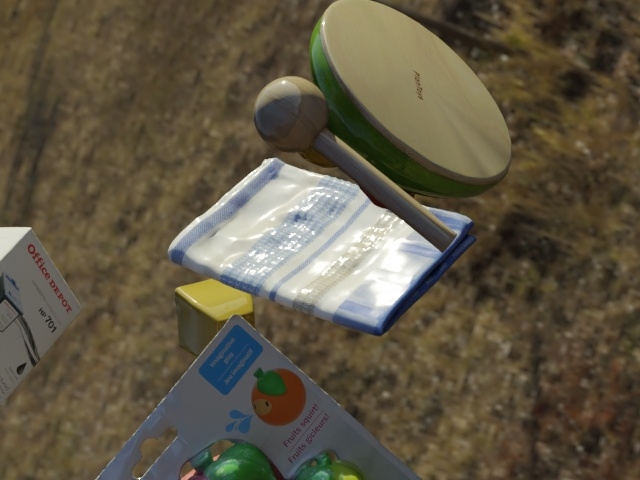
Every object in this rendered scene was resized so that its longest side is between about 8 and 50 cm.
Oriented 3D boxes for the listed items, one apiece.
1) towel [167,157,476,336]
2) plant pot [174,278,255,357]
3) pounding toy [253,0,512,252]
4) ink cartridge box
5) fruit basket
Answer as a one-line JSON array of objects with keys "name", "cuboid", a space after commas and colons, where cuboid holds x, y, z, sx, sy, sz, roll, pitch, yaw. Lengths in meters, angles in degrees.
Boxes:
[{"name": "towel", "cuboid": [0.000, 0.000, 1.696, 0.285, 0.209, 0.034, 19, 133, 30]}, {"name": "plant pot", "cuboid": [-0.115, 0.097, 1.842, 0.083, 0.081, 0.081, 33, 132, 54]}, {"name": "pounding toy", "cuboid": [0.035, -0.070, 1.173, 0.110, 0.183, 0.237, -46, 3, 32]}, {"name": "ink cartridge box", "cuboid": [-0.399, 0.095, 1.913, 0.082, 0.139, 0.190, -2, 38, 40]}, {"name": "fruit basket", "cuboid": [-0.051, 0.304, 1.514, 0.327, 0.353, 0.165, -50, 17, -16]}]
